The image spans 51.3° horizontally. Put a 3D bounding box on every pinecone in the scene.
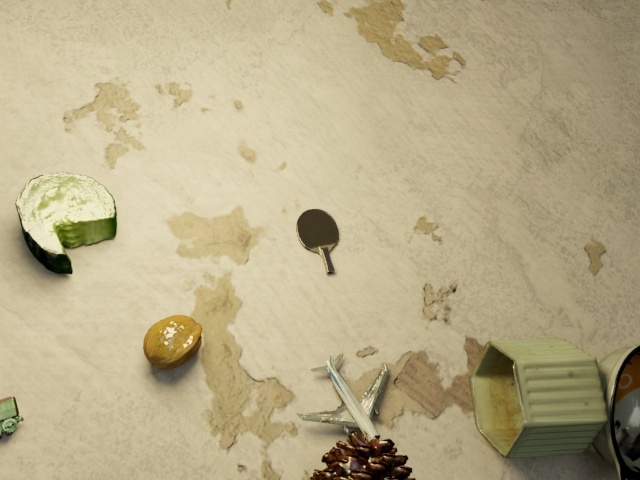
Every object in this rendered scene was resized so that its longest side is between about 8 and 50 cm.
[{"bbox_3d":[0.087,0.463,1.236,0.221,0.221,0.221,4,69,-10],"label":"pinecone"}]

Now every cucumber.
[{"bbox_3d":[-0.517,-0.046,1.354,0.191,0.130,0.191,6,69,-17],"label":"cucumber"}]

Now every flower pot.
[{"bbox_3d":[0.438,0.318,1.362,0.190,0.239,0.209,0,100,-13],"label":"flower pot"}]

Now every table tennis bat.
[{"bbox_3d":[0.000,0.000,1.495,0.095,0.014,0.158,-12,71,-17],"label":"table tennis bat"}]

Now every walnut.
[{"bbox_3d":[-0.289,0.199,1.317,0.124,0.105,0.105,-36,81,-22],"label":"walnut"}]

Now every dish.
[{"bbox_3d":[0.637,0.355,1.410,0.303,0.120,0.303,1,88,-36],"label":"dish"}]

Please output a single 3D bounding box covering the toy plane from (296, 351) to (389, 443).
[{"bbox_3d":[0.066,0.335,1.361,0.226,0.058,0.226,-25,80,-24],"label":"toy plane"}]

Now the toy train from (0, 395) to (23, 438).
[{"bbox_3d":[-0.627,0.339,1.228,0.148,0.038,0.071,-14,74,-17],"label":"toy train"}]
